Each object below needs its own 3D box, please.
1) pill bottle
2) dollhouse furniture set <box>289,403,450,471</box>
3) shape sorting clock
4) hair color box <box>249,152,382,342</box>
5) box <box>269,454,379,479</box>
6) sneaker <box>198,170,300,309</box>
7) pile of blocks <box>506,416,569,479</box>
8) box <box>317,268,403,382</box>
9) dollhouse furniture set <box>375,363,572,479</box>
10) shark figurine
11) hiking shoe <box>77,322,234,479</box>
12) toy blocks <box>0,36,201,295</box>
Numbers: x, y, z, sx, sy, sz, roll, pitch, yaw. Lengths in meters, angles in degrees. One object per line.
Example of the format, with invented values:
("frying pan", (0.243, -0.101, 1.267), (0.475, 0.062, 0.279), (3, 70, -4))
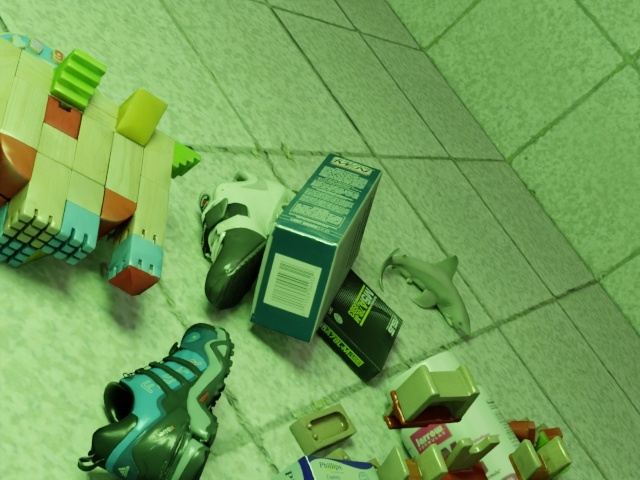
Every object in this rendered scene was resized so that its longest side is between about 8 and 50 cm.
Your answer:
("pill bottle", (0.228, 0.330, 1.424), (0.160, 0.160, 0.283), (4, 50, -56))
("dollhouse furniture set", (0.072, 0.287, 1.280), (0.144, 0.123, 0.151), (-3, 56, -58))
("shape sorting clock", (-0.405, -0.238, 1.345), (0.206, 0.040, 0.206), (37, 29, -24))
("hair color box", (0.000, 0.000, 1.440), (0.105, 0.174, 0.347), (19, 25, 7))
("box", (-0.011, 0.327, 1.082), (0.126, 0.137, 0.072), (20, 38, -45))
("sneaker", (-0.141, -0.011, 1.391), (0.146, 0.122, 0.330), (29, 28, 0))
("pile of blocks", (0.368, 0.386, 1.620), (0.362, 0.112, 0.149), (17, 40, -47))
("box", (0.051, 0.128, 1.554), (0.184, 0.045, 0.191), (44, 27, -3))
("dollhouse furniture set", (0.181, 0.303, 1.176), (0.262, 0.135, 0.259), (3, 46, -28))
("shark figurine", (0.223, 0.062, 1.840), (0.278, 0.116, 0.166), (35, 28, -30))
("hiking shoe", (-0.182, 0.173, 1.057), (0.132, 0.113, 0.304), (21, 21, -8))
("toy blocks", (-0.334, -0.076, 1.119), (0.381, 0.190, 0.261), (30, 43, -35))
